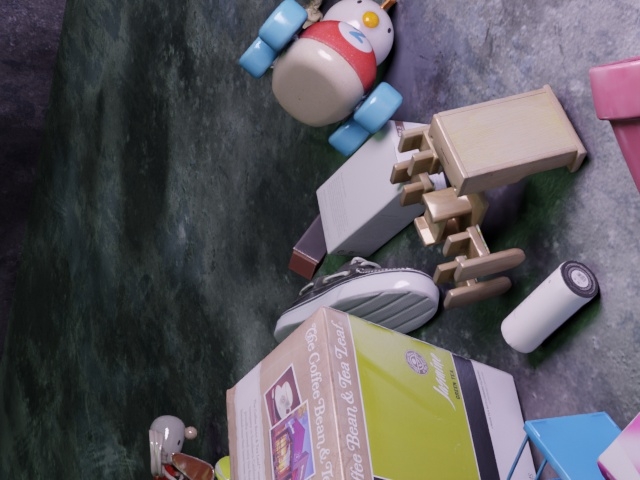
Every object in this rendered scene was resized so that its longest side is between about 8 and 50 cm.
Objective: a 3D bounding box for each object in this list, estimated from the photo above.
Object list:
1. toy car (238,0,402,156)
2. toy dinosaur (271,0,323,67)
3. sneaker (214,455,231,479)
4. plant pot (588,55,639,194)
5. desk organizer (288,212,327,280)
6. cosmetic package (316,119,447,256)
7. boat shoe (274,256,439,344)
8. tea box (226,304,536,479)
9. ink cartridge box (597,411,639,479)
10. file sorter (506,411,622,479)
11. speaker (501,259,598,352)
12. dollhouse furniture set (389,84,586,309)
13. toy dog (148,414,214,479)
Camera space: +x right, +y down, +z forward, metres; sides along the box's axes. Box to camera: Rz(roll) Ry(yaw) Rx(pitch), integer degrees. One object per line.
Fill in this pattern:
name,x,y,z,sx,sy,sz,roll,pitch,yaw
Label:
toy car,0.044,-0.293,1.717,0.238,0.219,0.210,-52,6,-22
toy dinosaur,-0.040,-0.338,2.005,0.268,0.064,0.118,131,138,-52
sneaker,-0.129,0.501,2.112,0.240,0.091,0.126,-127,34,-58
plant pot,0.379,-0.101,1.132,0.201,0.201,0.180,1,106,61
desk organizer,0.000,0.000,1.855,0.047,0.130,0.050,29,138,8
cosmetic package,0.088,-0.073,1.739,0.231,0.085,0.117,-39,55,51
boat shoe,0.050,0.080,1.759,0.335,0.121,0.119,-19,43,46
tea box,0.080,0.304,1.394,0.220,0.323,0.329,-43,37,34
ink cartridge box,0.406,0.256,1.046,0.330,0.071,0.324,-51,40,10
file sorter,0.304,0.291,1.302,0.170,0.118,0.104,55,138,46
speaker,0.278,0.082,1.419,0.136,0.055,0.055,-53,45,45
dollhouse furniture set,0.215,-0.070,1.489,0.242,0.161,0.212,101,151,-59
toy dog,-0.244,0.507,2.243,0.220,0.161,0.334,157,109,-80
